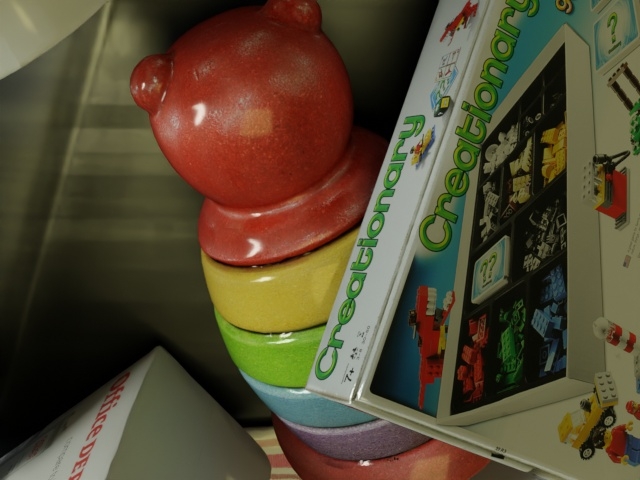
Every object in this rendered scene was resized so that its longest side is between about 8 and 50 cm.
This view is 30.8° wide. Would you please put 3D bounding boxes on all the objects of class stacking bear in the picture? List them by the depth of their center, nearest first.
[{"bbox_3d":[0.000,0.000,0.664,0.175,0.164,0.289,-24,119,5],"label":"stacking bear"}]

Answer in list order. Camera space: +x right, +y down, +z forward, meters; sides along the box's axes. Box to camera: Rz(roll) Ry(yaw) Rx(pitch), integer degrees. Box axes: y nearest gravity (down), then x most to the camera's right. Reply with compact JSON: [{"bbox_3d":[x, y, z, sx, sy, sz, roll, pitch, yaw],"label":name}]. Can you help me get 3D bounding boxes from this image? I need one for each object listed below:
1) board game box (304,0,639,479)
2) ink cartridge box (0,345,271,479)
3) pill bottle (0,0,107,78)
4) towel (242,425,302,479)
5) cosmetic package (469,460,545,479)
[{"bbox_3d":[0.129,-0.032,0.619,0.193,0.053,0.305,25,80,-28],"label":"board game box"},{"bbox_3d":[-0.181,0.218,0.719,0.283,0.207,0.117,-36,105,15],"label":"ink cartridge box"},{"bbox_3d":[-0.203,-0.209,0.479,0.161,0.161,0.283,-29,123,9],"label":"pill bottle"},{"bbox_3d":[-0.061,0.217,0.861,0.144,0.029,0.197,-5,123,-8],"label":"towel"},{"bbox_3d":[0.278,0.241,0.863,0.230,0.161,0.453,-33,122,11],"label":"cosmetic package"}]
